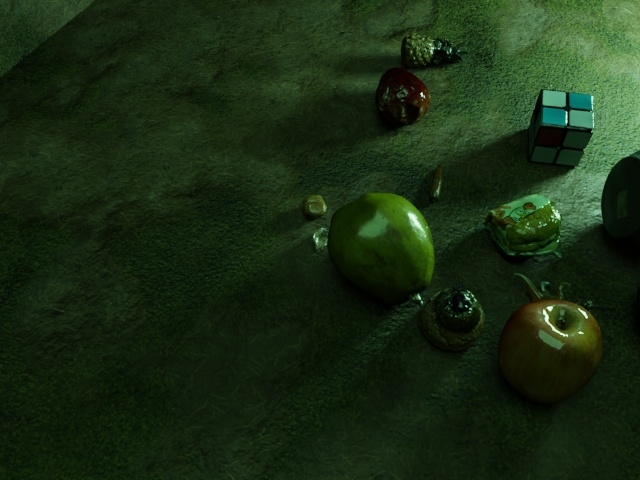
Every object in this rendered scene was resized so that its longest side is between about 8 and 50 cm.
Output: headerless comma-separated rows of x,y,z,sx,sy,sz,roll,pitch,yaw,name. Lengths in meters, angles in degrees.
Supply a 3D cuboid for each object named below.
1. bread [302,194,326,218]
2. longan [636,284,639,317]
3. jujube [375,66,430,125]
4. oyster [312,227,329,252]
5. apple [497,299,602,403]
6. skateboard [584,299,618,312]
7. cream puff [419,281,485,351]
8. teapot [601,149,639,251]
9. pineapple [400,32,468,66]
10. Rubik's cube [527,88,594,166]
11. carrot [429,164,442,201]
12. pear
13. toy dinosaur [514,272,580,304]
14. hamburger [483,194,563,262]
-0.020,-0.109,1.844,0.081,0.046,0.083,11,56,8,bread
0.952,0.172,1.485,0.246,0.215,0.245,5,70,-14,longan
0.286,-0.521,2.040,0.190,0.189,0.255,-6,39,0,jujube
-0.003,-0.001,1.779,0.051,0.034,0.093,36,53,7,oyster
0.573,0.278,1.436,0.242,0.240,0.242,3,41,-3,apple
0.787,0.199,1.592,0.084,0.032,0.063,0,66,6,skateboard
0.362,0.189,1.542,0.184,0.169,0.183,-3,56,4,cream puff
1.036,-0.071,1.625,0.362,0.305,0.375,5,84,-1,teapot
0.438,-0.728,2.194,0.248,0.128,0.128,0,56,-2,pineapple
0.790,-0.371,1.885,0.167,0.180,0.183,8,59,10,Rubik's cube
0.385,-0.192,1.880,0.036,0.035,0.165,11,55,11,carrot
0.183,0.029,1.613,0.288,0.287,0.375,-28,73,-14,pear
0.640,0.183,1.608,0.212,0.057,0.142,14,77,26,toy dinosaur
0.627,-0.034,1.698,0.214,0.125,0.235,-23,43,0,hamburger
